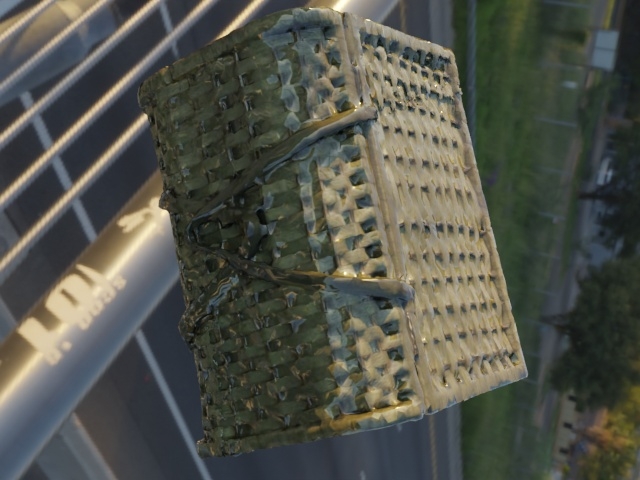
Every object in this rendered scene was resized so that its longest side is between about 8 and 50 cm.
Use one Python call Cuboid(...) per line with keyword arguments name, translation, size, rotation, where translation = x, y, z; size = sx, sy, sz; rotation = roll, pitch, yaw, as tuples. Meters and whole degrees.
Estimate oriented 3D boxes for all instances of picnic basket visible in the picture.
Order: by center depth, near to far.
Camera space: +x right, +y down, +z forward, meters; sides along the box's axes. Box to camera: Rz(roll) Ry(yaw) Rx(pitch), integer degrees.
Cuboid(name="picnic basket", translation=(0.000, 0.000, 0.434), size=(0.154, 0.134, 0.196), rotation=(1, 76, -56))
